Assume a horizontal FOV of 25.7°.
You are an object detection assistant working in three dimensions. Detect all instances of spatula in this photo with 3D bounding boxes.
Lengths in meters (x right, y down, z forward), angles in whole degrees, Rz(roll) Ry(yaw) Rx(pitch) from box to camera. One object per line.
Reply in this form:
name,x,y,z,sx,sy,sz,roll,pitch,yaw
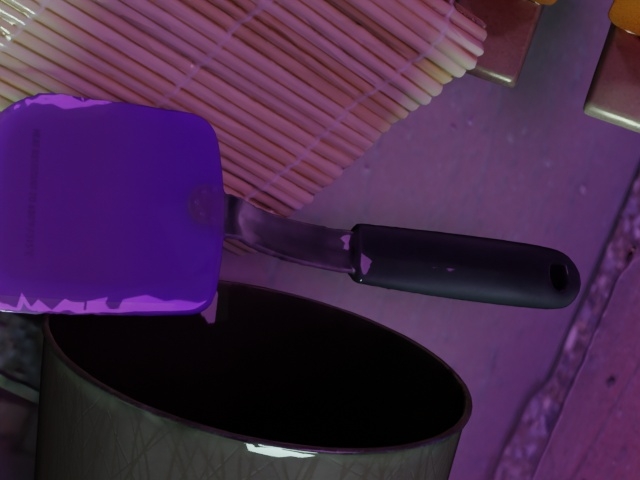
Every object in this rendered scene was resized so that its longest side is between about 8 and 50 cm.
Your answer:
spatula,0.000,0.000,0.580,0.296,0.030,0.084,9,74,-36

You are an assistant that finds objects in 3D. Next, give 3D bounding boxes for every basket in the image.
basket,-0.043,0.147,0.537,0.154,0.204,0.226,6,102,-18

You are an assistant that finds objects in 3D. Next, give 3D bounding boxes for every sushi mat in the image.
sushi mat,-0.090,-0.097,0.497,0.151,0.019,0.316,-41,133,23

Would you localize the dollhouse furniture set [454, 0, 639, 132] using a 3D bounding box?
dollhouse furniture set,0.071,-0.148,0.545,0.259,0.262,0.135,20,69,5
